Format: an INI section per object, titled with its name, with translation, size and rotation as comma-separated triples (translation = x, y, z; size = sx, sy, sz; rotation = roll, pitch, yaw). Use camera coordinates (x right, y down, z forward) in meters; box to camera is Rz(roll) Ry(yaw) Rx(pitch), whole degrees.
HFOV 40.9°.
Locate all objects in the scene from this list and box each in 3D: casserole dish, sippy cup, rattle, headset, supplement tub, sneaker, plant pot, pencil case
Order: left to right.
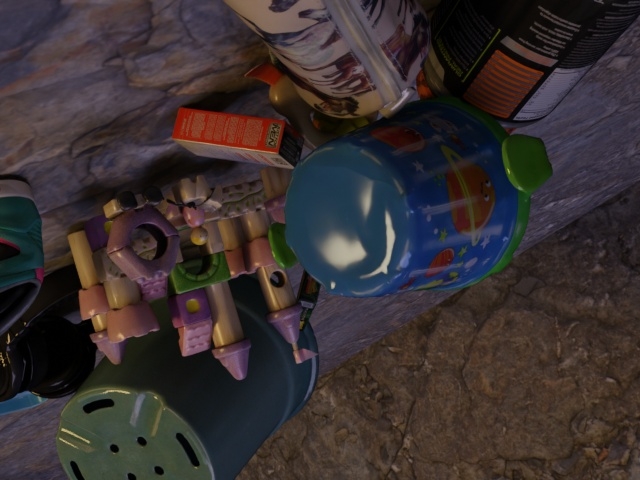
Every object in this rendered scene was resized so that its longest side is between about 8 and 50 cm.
[sneaker]
translation = -0.445, 0.062, 0.971
size = 0.295, 0.178, 0.124
rotation = -23, 161, -9
[casserole dish]
translation = -0.589, 0.294, 1.622
size = 0.188, 0.037, 0.114
rotation = -8, 154, -42
[headset]
translation = -0.473, 0.161, 1.336
size = 0.394, 0.185, 0.243
rotation = -45, 163, 6
[plant pot]
translation = -0.214, 0.249, 1.339
size = 0.341, 0.341, 0.334
rotation = -37, -172, 29
[rattle]
translation = -0.028, -0.196, 1.076
size = 0.199, 0.143, 0.130
rotation = 15, 118, -31
[pencil case]
translation = -0.012, -0.235, 0.748
size = 0.160, 0.183, 0.410
rotation = -30, 162, 10
[sippy cup]
translation = 0.084, -0.037, 0.958
size = 0.224, 0.240, 0.305
rotation = -16, 143, -52
[supplement tub]
translation = 0.242, -0.262, 0.996
size = 0.193, 0.193, 0.316
rotation = -16, 160, -28

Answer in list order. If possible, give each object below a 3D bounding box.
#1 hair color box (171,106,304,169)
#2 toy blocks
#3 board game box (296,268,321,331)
[hair color box]
translation = -0.098, -0.122, 1.031
size = 0.141, 0.043, 0.072
rotation = 11, 172, 19
[toy blocks]
translation = -0.150, 0.067, 1.128
size = 0.288, 0.260, 0.309
rotation = -15, 178, -29
[board game box]
translation = 0.000, 0.000, 1.332
size = 0.030, 0.260, 0.136
rotation = 16, 154, -5
